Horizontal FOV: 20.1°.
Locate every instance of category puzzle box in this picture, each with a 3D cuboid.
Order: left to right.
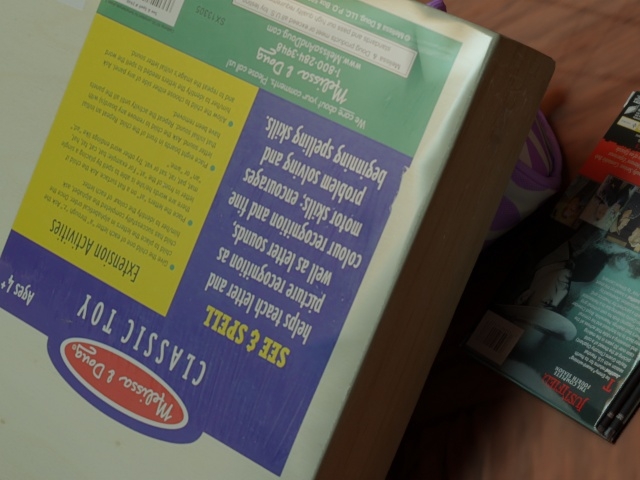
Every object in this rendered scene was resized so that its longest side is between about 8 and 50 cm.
[{"bbox_3d":[-0.132,-0.016,0.721,0.409,0.052,0.272,27,98,32],"label":"puzzle box"}]

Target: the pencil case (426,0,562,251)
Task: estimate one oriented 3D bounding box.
[{"bbox_3d":[0.000,0.000,0.712,0.206,0.088,0.086,-41,9,20],"label":"pencil case"}]

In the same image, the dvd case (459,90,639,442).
[{"bbox_3d":[0.109,0.006,0.646,0.119,0.013,0.087,-55,33,-4],"label":"dvd case"}]
